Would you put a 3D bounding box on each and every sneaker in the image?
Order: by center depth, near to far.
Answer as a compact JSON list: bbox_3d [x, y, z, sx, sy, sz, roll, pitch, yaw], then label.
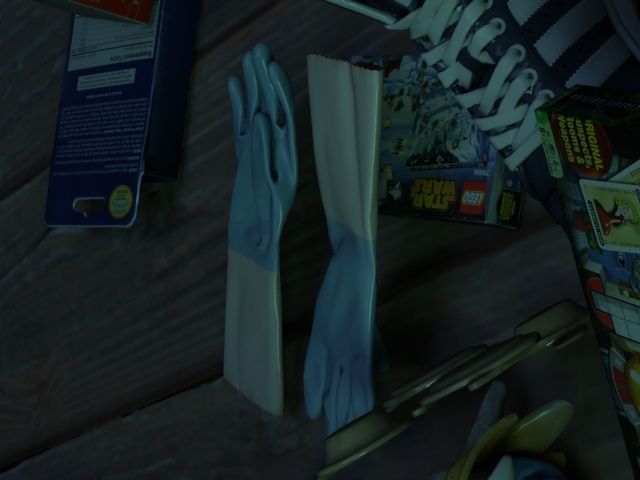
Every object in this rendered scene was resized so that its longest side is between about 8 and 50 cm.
[{"bbox_3d":[0.084,-0.092,0.717,0.099,0.153,0.282,-44,52,51],"label":"sneaker"}]

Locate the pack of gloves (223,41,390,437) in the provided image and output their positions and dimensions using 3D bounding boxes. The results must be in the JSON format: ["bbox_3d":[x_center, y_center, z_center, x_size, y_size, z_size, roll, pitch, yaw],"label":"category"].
[{"bbox_3d":[0.000,0.000,0.885,0.195,0.046,0.232,27,119,60],"label":"pack of gloves"}]

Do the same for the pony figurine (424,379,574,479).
[{"bbox_3d":[-0.017,0.254,0.696,0.363,0.303,0.351,-33,30,23],"label":"pony figurine"}]

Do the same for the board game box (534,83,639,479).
[{"bbox_3d":[0.163,0.069,0.575,0.136,0.030,0.259,17,131,57],"label":"board game box"}]

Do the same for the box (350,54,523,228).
[{"bbox_3d":[0.063,-0.058,0.849,0.137,0.027,0.094,9,89,51],"label":"box"}]

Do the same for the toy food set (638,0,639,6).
[{"bbox_3d":[0.177,-0.154,0.736,0.078,0.019,0.122,29,105,49],"label":"toy food set"}]

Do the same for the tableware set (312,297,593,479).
[{"bbox_3d":[0.069,0.070,0.737,0.169,0.141,0.020,-32,86,42],"label":"tableware set"}]

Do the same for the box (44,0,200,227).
[{"bbox_3d":[-0.148,-0.118,1.110,0.136,0.036,0.225,1,81,51],"label":"box"}]

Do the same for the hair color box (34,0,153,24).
[{"bbox_3d":[-0.207,-0.199,1.039,0.093,0.167,0.053,17,95,51],"label":"hair color box"}]
